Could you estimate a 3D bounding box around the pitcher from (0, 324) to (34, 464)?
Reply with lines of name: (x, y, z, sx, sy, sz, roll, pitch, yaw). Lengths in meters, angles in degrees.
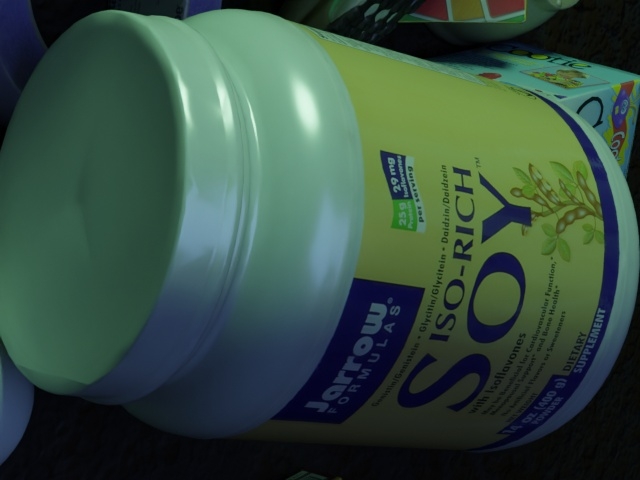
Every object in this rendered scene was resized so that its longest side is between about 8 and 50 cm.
pitcher: (-0.240, 0.066, 0.755, 0.207, 0.178, 0.125, 38, 76, -44)

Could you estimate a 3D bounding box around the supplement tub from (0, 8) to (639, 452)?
supplement tub: (0.000, 0.000, 0.841, 0.331, 0.241, 0.241, 9, 90, -39)

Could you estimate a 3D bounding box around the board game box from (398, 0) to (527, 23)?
board game box: (0.105, -0.304, 1.131, 0.039, 0.124, 0.259, -40, 131, -79)

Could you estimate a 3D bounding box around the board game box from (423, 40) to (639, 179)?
board game box: (0.125, -0.065, 1.161, 0.275, 0.144, 0.142, -18, 121, -46)

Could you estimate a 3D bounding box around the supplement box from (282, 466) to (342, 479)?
supplement box: (-0.011, 0.234, 1.149, 0.055, 0.043, 0.083, -19, 110, -46)

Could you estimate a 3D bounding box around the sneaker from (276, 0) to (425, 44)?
sneaker: (0.044, -0.308, 1.060, 0.410, 0.182, 0.158, -58, 168, 5)

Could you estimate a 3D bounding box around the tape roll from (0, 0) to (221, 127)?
tape roll: (-0.155, -0.159, 0.888, 0.189, 0.080, 0.189, -11, 105, -47)

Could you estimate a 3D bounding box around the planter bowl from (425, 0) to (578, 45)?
planter bowl: (0.164, -0.246, 1.216, 0.162, 0.109, 0.162, -10, 104, -47)
